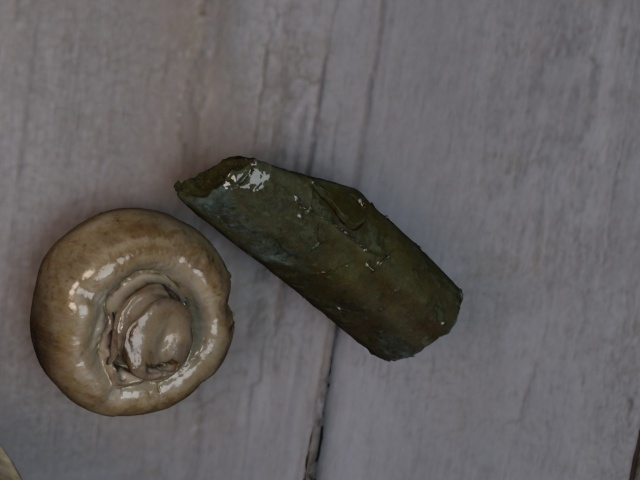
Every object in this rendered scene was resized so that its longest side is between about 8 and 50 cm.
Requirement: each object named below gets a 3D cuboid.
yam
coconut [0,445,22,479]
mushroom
[{"bbox_3d":[0.000,0.000,1.438,0.259,0.106,0.106,41,83,-33],"label":"yam"},{"bbox_3d":[-0.334,0.276,1.194,0.360,0.346,0.346,17,96,-27],"label":"coconut"},{"bbox_3d":[-0.141,0.057,1.364,0.166,0.127,0.166,-13,114,-32],"label":"mushroom"}]
